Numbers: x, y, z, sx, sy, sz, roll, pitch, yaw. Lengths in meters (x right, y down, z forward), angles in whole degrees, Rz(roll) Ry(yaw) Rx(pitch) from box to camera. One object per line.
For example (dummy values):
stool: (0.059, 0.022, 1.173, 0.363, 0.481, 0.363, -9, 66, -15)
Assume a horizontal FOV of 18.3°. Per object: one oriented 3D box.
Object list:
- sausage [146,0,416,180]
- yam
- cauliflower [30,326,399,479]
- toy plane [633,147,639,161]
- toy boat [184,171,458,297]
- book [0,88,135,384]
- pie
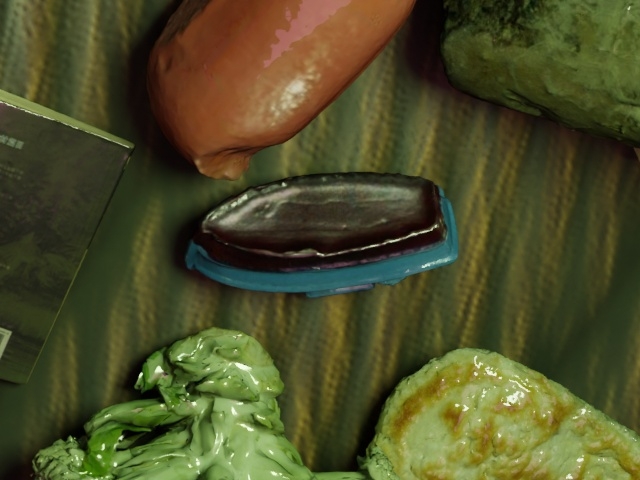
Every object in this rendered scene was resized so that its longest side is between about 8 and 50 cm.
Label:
sausage: (-0.031, -0.160, 1.506, 0.254, 0.148, 0.148, -45, 112, 10)
yam: (0.245, -0.160, 1.483, 0.300, 0.195, 0.195, 22, 111, 24)
cauliflower: (-0.094, 0.199, 1.622, 0.272, 0.250, 0.275, -15, 158, 38)
toy plane: (0.373, -0.098, 1.625, 0.229, 0.092, 0.244, -31, 114, 1)
toy boat: (0.000, 0.000, 1.609, 0.223, 0.100, 0.097, -6, 148, -1)
book: (-0.266, -0.005, 1.590, 0.160, 0.024, 0.228, 21, 106, -18)
pie: (0.156, 0.192, 1.706, 0.248, 0.090, 0.201, 32, 114, -19)
